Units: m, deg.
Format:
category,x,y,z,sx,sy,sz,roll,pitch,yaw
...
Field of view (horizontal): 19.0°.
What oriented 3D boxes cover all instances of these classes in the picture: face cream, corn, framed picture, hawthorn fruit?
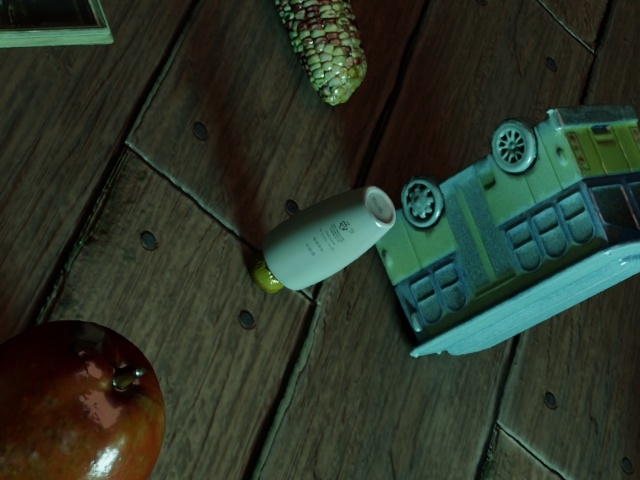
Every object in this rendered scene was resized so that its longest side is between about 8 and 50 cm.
category,x,y,z,sx,sy,sz,roll,pitch,yaw
face cream,0.000,0.000,1.933,0.072,0.182,0.051,56,41,-3
corn,-0.011,-0.274,2.160,0.086,0.086,0.253,-10,75,-46
framed picture,-0.338,-0.329,1.925,0.232,0.019,0.296,-10,74,-46
hawthorn fruit,-0.210,0.151,1.630,0.185,0.202,0.185,26,43,-27

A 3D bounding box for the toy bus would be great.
category,x,y,z,sx,sy,sz,roll,pitch,yaw
toy bus,0.211,-0.010,2.045,0.152,0.312,0.190,-9,73,-46
